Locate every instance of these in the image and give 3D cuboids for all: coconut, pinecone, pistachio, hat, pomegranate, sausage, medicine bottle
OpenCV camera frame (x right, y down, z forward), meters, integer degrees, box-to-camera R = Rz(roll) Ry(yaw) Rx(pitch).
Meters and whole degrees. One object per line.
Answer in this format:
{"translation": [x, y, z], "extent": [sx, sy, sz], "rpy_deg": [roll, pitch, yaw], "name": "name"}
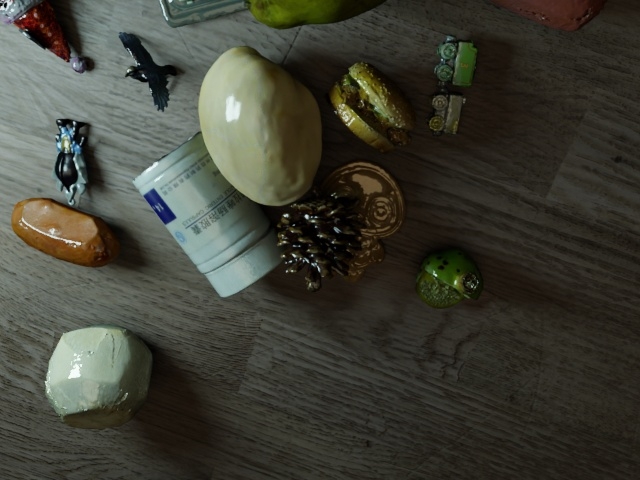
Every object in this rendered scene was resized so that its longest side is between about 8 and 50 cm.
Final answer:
{"translation": [-0.533, 0.312, 1.592], "extent": [0.245, 0.247, 0.245], "rpy_deg": [-5, 149, -3], "name": "coconut"}
{"translation": [-0.001, 0.000, 1.384], "extent": [0.185, 0.169, 0.212], "rpy_deg": [-2, 121, -22], "name": "pinecone"}
{"translation": [-0.114, -0.228, 1.319], "extent": [0.238, 0.229, 0.321], "rpy_deg": [-19, 104, 8], "name": "pistachio"}
{"translation": [-0.580, -0.445, 1.385], "extent": [0.140, 0.129, 0.227], "rpy_deg": [6, 141, 49], "name": "hat"}
{"translation": [0.290, 0.076, 1.438], "extent": [0.143, 0.122, 0.169], "rpy_deg": [30, 151, -9], "name": "pomegranate"}
{"translation": [-0.591, -0.015, 1.529], "extent": [0.258, 0.133, 0.133], "rpy_deg": [20, 113, 2], "name": "sausage"}
{"translation": [0.392, -0.485, 1.196], "extent": [0.279, 0.152, 0.152], "rpy_deg": [24, 112, -3], "name": "sausage"}
{"translation": [-0.231, -0.051, 1.430], "extent": [0.190, 0.190, 0.332], "rpy_deg": [-31, 104, 18], "name": "medicine bottle"}

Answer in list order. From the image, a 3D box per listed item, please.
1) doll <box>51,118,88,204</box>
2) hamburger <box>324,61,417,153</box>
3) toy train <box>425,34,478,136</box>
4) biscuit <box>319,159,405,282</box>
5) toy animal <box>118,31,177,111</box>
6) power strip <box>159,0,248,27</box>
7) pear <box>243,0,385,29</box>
{"translation": [-0.567, -0.175, 1.495], "extent": [0.096, 0.070, 0.195], "rpy_deg": [9, 105, 17], "name": "doll"}
{"translation": [0.112, -0.260, 1.304], "extent": [0.118, 0.182, 0.191], "rpy_deg": [-41, 84, 24], "name": "hamburger"}
{"translation": [0.265, -0.307, 1.331], "extent": [0.081, 0.060, 0.202], "rpy_deg": [5, 114, 0], "name": "toy train"}
{"translation": [0.076, -0.038, 1.474], "extent": [0.202, 0.044, 0.289], "rpy_deg": [20, 111, 0], "name": "biscuit"}
{"translation": [-0.357, -0.351, 1.380], "extent": [0.062, 0.108, 0.220], "rpy_deg": [-38, 67, 23], "name": "toy animal"}
{"translation": [-0.224, -0.567, 1.281], "extent": [0.257, 0.092, 0.251], "rpy_deg": [-12, 106, 8], "name": "power strip"}
{"translation": [0.011, -0.558, 1.125], "extent": [0.413, 0.352, 0.352], "rpy_deg": [-41, 101, 13], "name": "pear"}
